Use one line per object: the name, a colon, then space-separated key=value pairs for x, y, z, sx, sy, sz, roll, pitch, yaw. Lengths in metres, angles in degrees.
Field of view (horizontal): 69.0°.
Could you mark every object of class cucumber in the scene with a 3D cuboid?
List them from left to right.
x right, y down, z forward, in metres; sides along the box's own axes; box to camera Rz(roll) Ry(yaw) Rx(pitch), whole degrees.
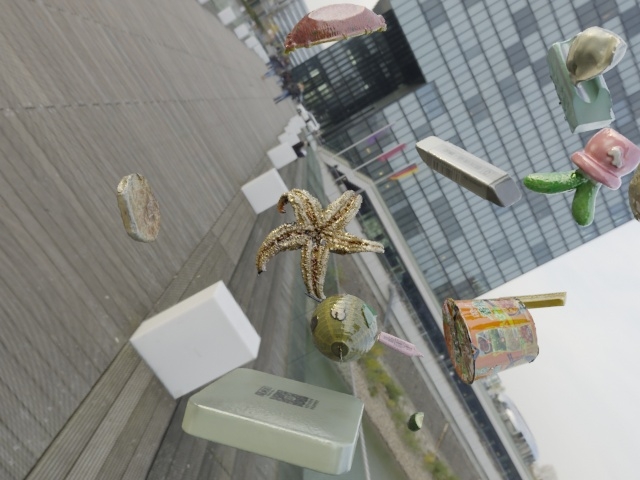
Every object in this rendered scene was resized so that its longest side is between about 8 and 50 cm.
cucumber: x=0.337 y=0.660 z=1.695 sx=0.107 sy=0.035 sz=0.067 roll=116 pitch=-4 yaw=-54

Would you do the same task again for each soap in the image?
soap: x=0.811 y=0.235 z=1.795 sx=0.092 sy=0.252 sz=0.037 roll=-21 pitch=99 yaw=-55
soap: x=0.663 y=-0.389 z=1.193 sx=0.145 sy=0.091 sz=0.230 roll=-5 pitch=77 yaw=-68

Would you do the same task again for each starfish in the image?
starfish: x=0.002 y=0.003 z=1.169 sx=0.113 sy=0.312 sz=0.302 roll=81 pitch=15 yaw=-75

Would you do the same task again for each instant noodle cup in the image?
instant noodle cup: x=0.445 y=0.251 z=1.229 sx=0.230 sy=0.183 sz=0.230 roll=171 pitch=-90 yaw=-88

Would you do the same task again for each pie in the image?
pie: x=-0.497 y=-0.090 z=1.289 sx=0.195 sy=0.046 sz=0.195 roll=-7 pitch=90 yaw=-83

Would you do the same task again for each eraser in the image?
eraser: x=0.420 y=-0.206 z=1.351 sx=0.352 sy=0.089 sz=0.061 roll=42 pitch=-30 yaw=41

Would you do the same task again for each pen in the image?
pen: x=0.309 y=0.404 z=1.774 sx=0.197 sy=0.032 sz=0.053 roll=25 pitch=55 yaw=-8

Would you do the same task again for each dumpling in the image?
dumpling: x=0.605 y=-0.408 z=1.047 sx=0.108 sy=0.127 sz=0.188 roll=30 pitch=23 yaw=-6

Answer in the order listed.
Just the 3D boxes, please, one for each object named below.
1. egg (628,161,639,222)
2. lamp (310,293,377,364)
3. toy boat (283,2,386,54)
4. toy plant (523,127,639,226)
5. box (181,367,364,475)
egg: x=0.689 y=-0.103 z=0.851 sx=0.245 sy=0.204 sz=0.203 roll=101 pitch=-24 yaw=-44
lamp: x=0.077 y=0.330 z=1.658 sx=0.250 sy=0.250 sz=0.284 roll=58 pitch=22 yaw=-21
toy boat: x=0.046 y=-0.608 z=1.320 sx=0.099 sy=0.318 sz=0.140 roll=94 pitch=-25 yaw=-61
toy plant: x=1.043 y=-0.274 z=1.835 sx=0.317 sy=0.356 sz=0.210 roll=38 pitch=33 yaw=3
box: x=-0.092 y=0.413 z=1.104 sx=0.367 sy=0.374 sz=0.090 roll=25 pitch=76 yaw=-79
